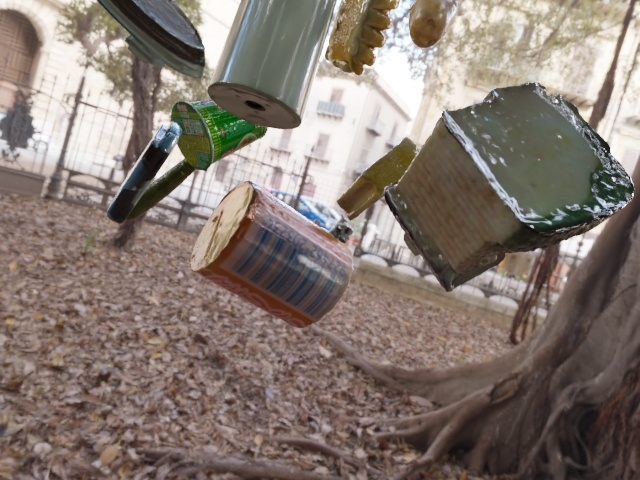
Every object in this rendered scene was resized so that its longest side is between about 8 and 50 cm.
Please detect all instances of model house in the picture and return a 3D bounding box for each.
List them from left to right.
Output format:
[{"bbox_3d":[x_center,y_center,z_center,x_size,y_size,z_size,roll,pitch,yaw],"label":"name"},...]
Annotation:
[{"bbox_3d":[0.266,-0.067,0.765,0.299,0.243,0.284,-18,-18,-32],"label":"model house"}]

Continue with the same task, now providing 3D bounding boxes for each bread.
[{"bbox_3d":[0.127,-0.610,1.298,0.121,0.311,0.173,0,35,-38],"label":"bread"}]

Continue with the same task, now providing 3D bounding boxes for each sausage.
[{"bbox_3d":[-0.104,0.036,1.061,0.287,0.233,0.233,33,-4,-27],"label":"sausage"}]

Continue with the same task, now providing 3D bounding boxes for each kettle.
[{"bbox_3d":[-0.082,-0.413,1.035,0.205,0.317,0.265,12,-7,32],"label":"kettle"}]

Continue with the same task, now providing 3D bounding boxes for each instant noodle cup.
[{"bbox_3d":[-0.291,-0.338,1.425,0.207,0.206,0.233,20,38,39],"label":"instant noodle cup"}]

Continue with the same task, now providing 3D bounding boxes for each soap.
[{"bbox_3d":[0.169,-0.173,1.405,0.091,0.199,0.315,48,-14,0],"label":"soap"}]

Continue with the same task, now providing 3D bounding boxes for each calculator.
[{"bbox_3d":[-0.425,-0.162,1.144,0.051,0.293,0.173,33,23,-24],"label":"calculator"}]

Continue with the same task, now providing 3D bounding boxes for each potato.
[{"bbox_3d":[0.262,-0.530,1.122,0.109,0.178,0.118,39,-33,-16],"label":"potato"}]

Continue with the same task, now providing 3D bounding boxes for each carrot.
[{"bbox_3d":[-0.523,-0.190,1.603,0.074,0.359,0.074,53,-1,2],"label":"carrot"}]

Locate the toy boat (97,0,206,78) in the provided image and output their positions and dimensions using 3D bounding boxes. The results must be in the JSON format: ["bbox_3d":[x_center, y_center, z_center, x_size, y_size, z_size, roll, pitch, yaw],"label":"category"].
[{"bbox_3d":[-0.172,-0.213,0.471,0.140,0.059,0.066,40,-41,-23],"label":"toy boat"}]

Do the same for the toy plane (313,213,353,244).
[{"bbox_3d":[0.002,0.004,1.832,0.267,0.266,0.122,14,31,-36],"label":"toy plane"}]
